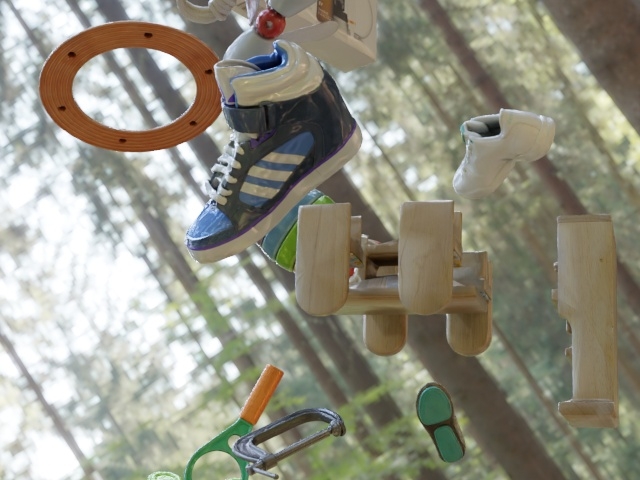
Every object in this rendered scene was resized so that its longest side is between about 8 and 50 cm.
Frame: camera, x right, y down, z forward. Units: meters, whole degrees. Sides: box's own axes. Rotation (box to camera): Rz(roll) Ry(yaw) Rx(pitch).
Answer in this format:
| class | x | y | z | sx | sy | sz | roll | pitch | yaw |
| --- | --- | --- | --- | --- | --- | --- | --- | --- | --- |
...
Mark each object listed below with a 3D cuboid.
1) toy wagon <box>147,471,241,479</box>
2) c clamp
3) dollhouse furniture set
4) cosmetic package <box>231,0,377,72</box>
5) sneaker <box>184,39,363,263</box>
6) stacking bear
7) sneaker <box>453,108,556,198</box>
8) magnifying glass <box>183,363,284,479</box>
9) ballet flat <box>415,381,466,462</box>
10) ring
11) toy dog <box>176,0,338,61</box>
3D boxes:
| class | x | y | z | sx | sy | sz | roll | pitch | yaw |
| --- | --- | --- | --- | --- | --- | --- | --- | --- | --- |
| toy wagon | -0.169 | 0.509 | 2.001 | 0.344 | 0.267 | 0.068 | 7 | 14 | -12 |
| c clamp | -0.032 | 0.240 | 1.476 | 0.160 | 0.022 | 0.137 | -24 | 17 | -36 |
| dollhouse furniture set | 0.193 | 0.113 | 1.662 | 0.394 | 0.256 | 0.362 | -2 | -14 | 15 |
| cosmetic package | -0.033 | -0.543 | 2.526 | 0.097 | 0.284 | 0.377 | -17 | -26 | 38 |
| sneaker | -0.117 | -0.143 | 1.784 | 0.323 | 0.236 | 0.130 | -38 | 31 | 1 |
| stacking bear | 0.000 | 0.000 | 2.231 | 0.164 | 0.289 | 0.175 | -44 | -14 | -44 |
| sneaker | 0.219 | -0.125 | 1.657 | 0.212 | 0.094 | 0.080 | -40 | 34 | 58 |
| magnifying glass | -0.120 | 0.286 | 1.817 | 0.231 | 0.092 | 0.026 | -60 | -2 | -19 |
| ballet flat | 0.224 | 0.335 | 2.371 | 0.072 | 0.213 | 0.068 | -17 | 34 | 6 |
| ring | -0.332 | -0.276 | 2.225 | 0.336 | 0.032 | 0.336 | -5 | -37 | -4 |
| toy dog | -0.039 | -0.400 | 1.903 | 0.333 | 0.220 | 0.161 | -29 | 19 | 23 |
